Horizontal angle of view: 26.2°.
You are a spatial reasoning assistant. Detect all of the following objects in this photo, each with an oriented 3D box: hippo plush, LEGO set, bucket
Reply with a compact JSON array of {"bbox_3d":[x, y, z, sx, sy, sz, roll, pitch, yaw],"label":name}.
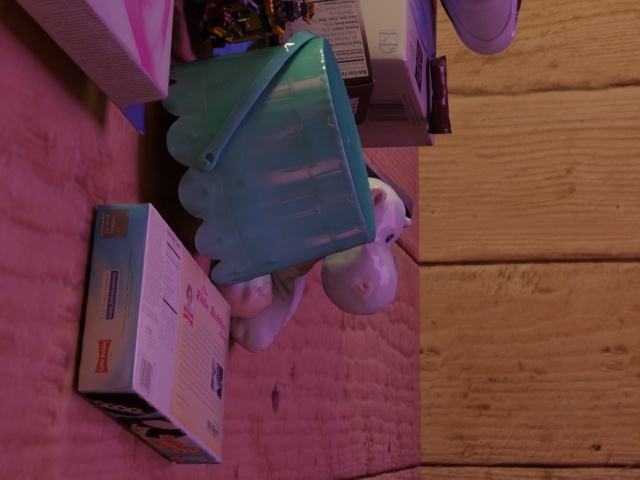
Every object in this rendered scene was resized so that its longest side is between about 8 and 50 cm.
[{"bbox_3d":[0.000,0.000,1.797,0.234,0.236,0.294,52,38,-71],"label":"hippo plush"},{"bbox_3d":[-0.052,-0.395,1.592,0.255,0.192,0.331,38,45,-68],"label":"LEGO set"},{"bbox_3d":[-0.052,-0.095,1.555,0.281,0.183,0.281,-14,90,-84],"label":"bucket"}]

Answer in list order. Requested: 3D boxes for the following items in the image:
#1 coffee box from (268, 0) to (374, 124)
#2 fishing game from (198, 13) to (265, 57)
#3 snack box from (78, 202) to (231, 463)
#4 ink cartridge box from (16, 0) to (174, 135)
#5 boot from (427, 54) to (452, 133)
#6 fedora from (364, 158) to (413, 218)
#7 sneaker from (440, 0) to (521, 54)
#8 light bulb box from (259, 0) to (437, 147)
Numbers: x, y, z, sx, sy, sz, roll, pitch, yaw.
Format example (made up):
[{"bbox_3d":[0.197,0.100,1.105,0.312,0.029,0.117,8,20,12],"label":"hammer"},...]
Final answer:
[{"bbox_3d":[-0.013,-0.315,1.864,0.168,0.118,0.297,108,-26,-76],"label":"coffee box"},{"bbox_3d":[-0.126,-0.297,1.709,0.264,0.041,0.189,57,31,-55],"label":"fishing game"},{"bbox_3d":[-0.162,0.107,1.421,0.322,0.060,0.187,63,28,-66],"label":"snack box"},{"bbox_3d":[-0.176,-0.302,1.236,0.330,0.071,0.324,51,39,-69],"label":"ink cartridge box"},{"bbox_3d":[0.184,-0.225,2.123,0.106,0.037,0.114,-95,-174,-73],"label":"boot"},{"bbox_3d":[0.008,-0.071,2.036,0.124,0.243,0.275,-58,149,-3],"label":"fedora"},{"bbox_3d":[0.227,-0.433,2.120,0.210,0.137,0.366,-72,152,-59],"label":"sneaker"},{"bbox_3d":[0.055,-0.371,2.156,0.358,0.225,0.361,55,36,-70],"label":"light bulb box"}]
